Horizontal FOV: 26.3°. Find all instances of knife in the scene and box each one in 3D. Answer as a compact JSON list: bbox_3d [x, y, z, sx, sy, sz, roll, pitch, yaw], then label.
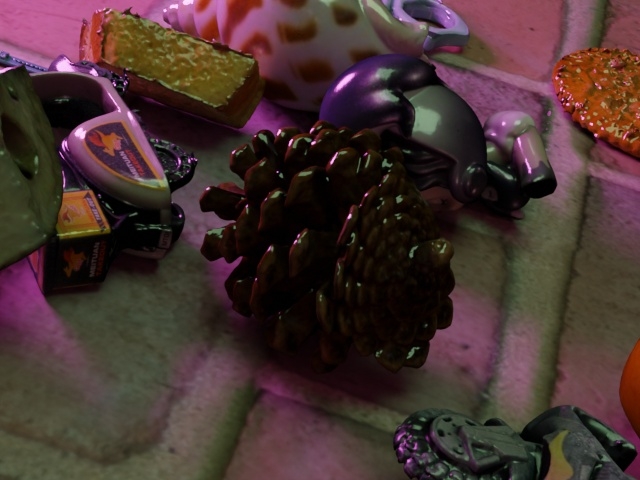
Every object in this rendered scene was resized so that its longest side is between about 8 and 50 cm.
[{"bbox_3d":[-0.286,-0.169,1.312,0.096,0.010,0.027,20,33,4],"label":"knife"}]

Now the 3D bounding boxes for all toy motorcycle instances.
[{"bbox_3d":[-0.202,-0.073,1.136,0.157,0.091,0.263,-9,43,-28],"label":"toy motorcycle"},{"bbox_3d":[0.188,0.205,0.892,0.173,0.108,0.307,-10,44,-44],"label":"toy motorcycle"}]

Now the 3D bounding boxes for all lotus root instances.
[{"bbox_3d":[-0.339,-0.026,0.966,0.314,0.142,0.210,-14,13,-11],"label":"lotus root"}]

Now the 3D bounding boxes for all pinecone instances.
[{"bbox_3d":[0.001,-0.001,1.047,0.168,0.185,0.212,-19,29,-24],"label":"pinecone"}]

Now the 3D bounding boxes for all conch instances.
[{"bbox_3d":[-0.030,-0.211,1.366,0.275,0.183,0.149,33,67,32],"label":"conch"}]

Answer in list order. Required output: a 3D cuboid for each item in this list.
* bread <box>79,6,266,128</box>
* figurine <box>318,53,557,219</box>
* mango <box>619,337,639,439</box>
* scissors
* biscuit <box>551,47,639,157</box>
[{"bbox_3d":[-0.145,-0.163,1.284,0.187,0.065,0.103,22,-7,-3],"label":"bread"},{"bbox_3d":[0.103,-0.091,1.256,0.222,0.145,0.145,6,34,-25],"label":"figurine"},{"bbox_3d":[0.448,0.120,1.030,0.446,0.232,0.300,2,39,-12],"label":"mango"},{"bbox_3d":[0.094,-0.328,1.704,0.191,0.029,0.360,14,33,-2],"label":"scissors"},{"bbox_3d":[0.387,-0.158,1.583,0.254,0.035,0.254,13,33,-8],"label":"biscuit"}]
